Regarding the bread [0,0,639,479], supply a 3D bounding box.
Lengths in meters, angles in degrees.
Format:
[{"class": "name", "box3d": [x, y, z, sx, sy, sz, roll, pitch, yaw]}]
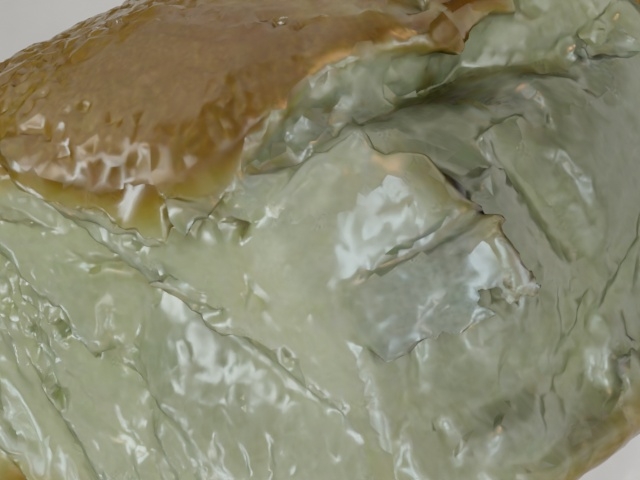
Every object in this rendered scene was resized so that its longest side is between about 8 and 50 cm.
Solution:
[{"class": "bread", "box3d": [0.000, 0.000, 0.678, 0.279, 0.250, 0.225, -3, 118, 43]}]

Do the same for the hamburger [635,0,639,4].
[{"class": "hamburger", "box3d": [0.308, -0.235, 1.040, 0.396, 0.395, 0.277, -28, 60, 47]}]
